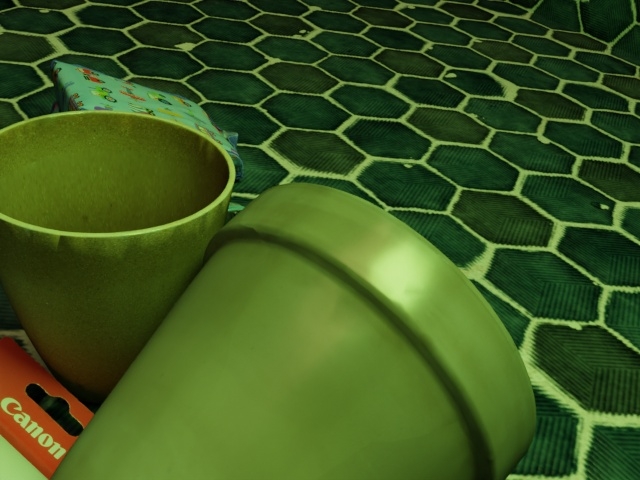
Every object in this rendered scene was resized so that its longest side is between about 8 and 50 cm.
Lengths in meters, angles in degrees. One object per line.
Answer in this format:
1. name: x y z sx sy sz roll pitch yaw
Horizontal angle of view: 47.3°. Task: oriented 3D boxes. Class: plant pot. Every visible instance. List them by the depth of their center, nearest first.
1. plant pot: -0.042 0.162 0.583 0.323 0.323 0.280 31 56 29
2. plant pot: -0.214 0.032 0.736 0.237 0.254 0.237 7 34 -5

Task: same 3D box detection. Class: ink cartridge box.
1. ink cartridge box: -0.272 0.178 0.607 0.181 0.056 0.224 42 33 2

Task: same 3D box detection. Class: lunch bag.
1. lunch bag: -0.268 -0.178 1.174 0.293 0.138 0.221 0 31 -31

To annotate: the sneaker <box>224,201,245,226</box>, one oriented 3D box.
1. sneaker: -0.211 -0.004 0.962 0.262 0.104 0.125 -1 17 -23
